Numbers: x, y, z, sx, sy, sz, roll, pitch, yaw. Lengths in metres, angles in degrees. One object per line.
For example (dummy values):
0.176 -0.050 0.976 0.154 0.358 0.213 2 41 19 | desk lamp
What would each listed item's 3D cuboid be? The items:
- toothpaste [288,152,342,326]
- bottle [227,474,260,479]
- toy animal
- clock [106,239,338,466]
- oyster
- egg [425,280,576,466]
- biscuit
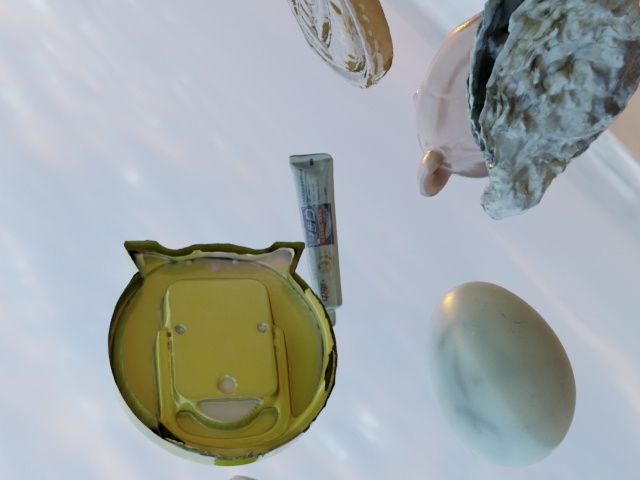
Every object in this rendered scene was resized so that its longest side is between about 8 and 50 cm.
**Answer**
0.000 0.000 1.869 0.038 0.060 0.234 -8 -88 -74 | toothpaste
-0.016 0.349 1.635 0.269 0.083 0.083 19 170 39 | bottle
0.192 -0.166 1.478 0.154 0.250 0.166 39 -151 -3 | toy animal
-0.120 0.135 1.710 0.277 0.071 0.294 6 -119 -11 | clock
0.214 -0.152 1.252 0.112 0.198 0.268 44 153 33 | oyster
0.227 0.168 1.827 0.183 0.183 0.264 34 -152 -50 | egg
0.004 -0.178 1.050 0.142 0.029 0.221 54 171 7 | biscuit
